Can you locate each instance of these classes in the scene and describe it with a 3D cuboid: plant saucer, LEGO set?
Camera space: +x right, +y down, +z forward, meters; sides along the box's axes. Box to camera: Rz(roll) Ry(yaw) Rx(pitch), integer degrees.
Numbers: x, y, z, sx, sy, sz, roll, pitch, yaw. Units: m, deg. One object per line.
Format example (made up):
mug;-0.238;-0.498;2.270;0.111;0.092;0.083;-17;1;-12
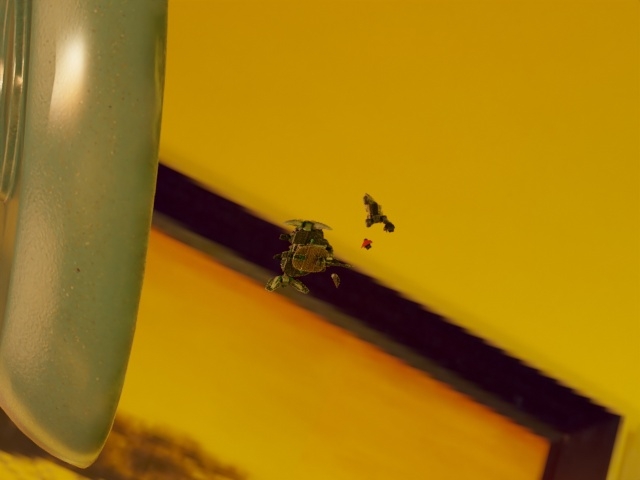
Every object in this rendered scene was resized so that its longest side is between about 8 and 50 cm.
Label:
plant saucer;-0.112;-0.067;0.631;0.043;0.317;0.317;4;-30;-16
LEGO set;0.002;0.001;0.892;0.083;0.023;0.054;-20;-55;-2
